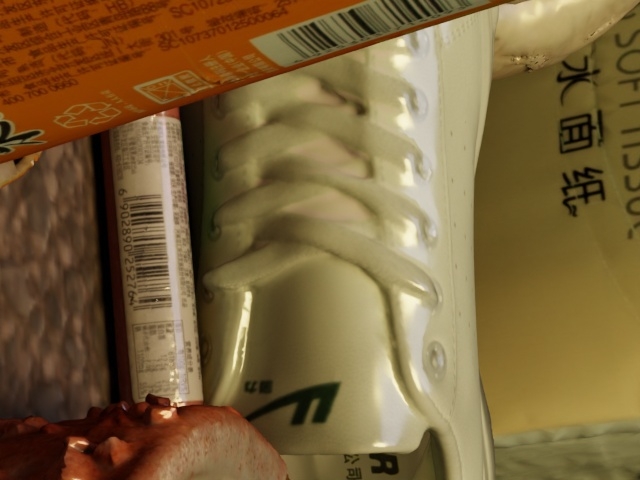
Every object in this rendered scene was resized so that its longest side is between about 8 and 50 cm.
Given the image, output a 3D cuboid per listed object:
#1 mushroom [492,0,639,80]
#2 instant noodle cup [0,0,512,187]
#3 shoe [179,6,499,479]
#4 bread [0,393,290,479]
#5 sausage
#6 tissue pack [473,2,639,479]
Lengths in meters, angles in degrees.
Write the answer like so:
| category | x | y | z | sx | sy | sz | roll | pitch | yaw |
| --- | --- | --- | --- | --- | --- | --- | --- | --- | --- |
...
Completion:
| category | x | y | z | sx | sy | sz | roll | pitch | yaw |
| --- | --- | --- | --- | --- | --- | --- | --- | --- | --- |
| mushroom | 0.083 | -0.179 | 0.703 | 0.202 | 0.246 | 0.246 | 53 | -13 | 52 |
| instant noodle cup | -0.039 | -0.136 | 0.405 | 0.230 | 0.182 | 0.230 | -8 | 90 | -72 |
| shoe | 0.000 | 0.000 | 0.558 | 0.160 | 0.131 | 0.363 | -63 | 149 | -66 |
| bread | -0.054 | 0.123 | 0.421 | 0.160 | 0.073 | 0.160 | -8 | 90 | -69 |
| sausage | -0.059 | 0.004 | 0.529 | 0.029 | 0.029 | 0.223 | 21 | 63 | -71 |
| tissue pack | 0.190 | -0.043 | 0.856 | 0.205 | 0.331 | 0.405 | 52 | 33 | -52 |
